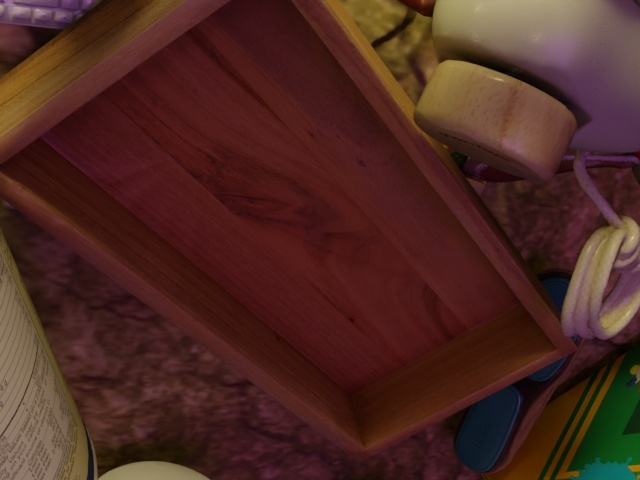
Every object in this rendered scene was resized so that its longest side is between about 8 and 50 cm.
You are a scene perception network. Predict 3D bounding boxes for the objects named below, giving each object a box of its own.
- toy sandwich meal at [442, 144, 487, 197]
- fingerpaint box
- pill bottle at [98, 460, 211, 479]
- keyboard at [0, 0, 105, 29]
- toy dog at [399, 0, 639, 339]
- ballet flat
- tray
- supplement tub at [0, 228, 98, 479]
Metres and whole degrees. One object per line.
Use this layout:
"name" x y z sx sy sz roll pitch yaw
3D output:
"toy sandwich meal" 0.100 -0.046 0.621 0.086 0.029 0.085 -13 128 -17
"fingerpaint box" 0.416 0.296 0.931 0.371 0.163 0.444 -34 130 -1
"pill bottle" -0.164 0.332 0.680 0.169 0.169 0.301 5 121 -28
"keyboard" -0.122 -0.150 0.453 0.256 0.014 0.072 0 123 -25
"toy dog" 0.149 -0.102 0.534 0.220 0.161 0.333 -49 141 -9
"ballet flat" 0.188 0.115 0.766 0.073 0.080 0.232 -19 139 -49
"tray" 0.000 0.000 0.558 0.203 0.076 0.411 -31 131 15
"supplement tub" -0.256 0.061 0.389 0.236 0.235 0.324 -18 132 -13
